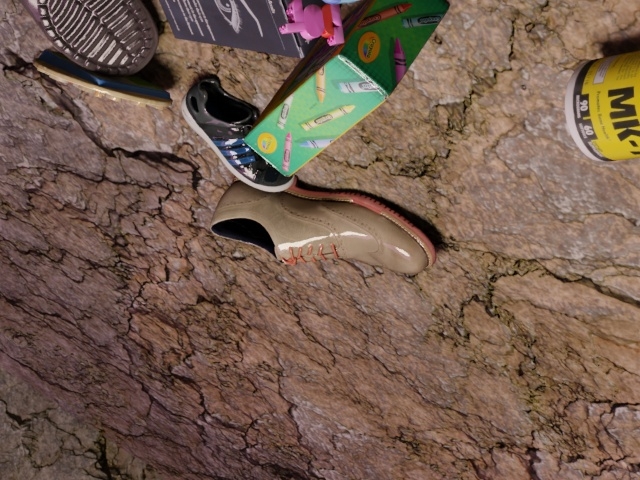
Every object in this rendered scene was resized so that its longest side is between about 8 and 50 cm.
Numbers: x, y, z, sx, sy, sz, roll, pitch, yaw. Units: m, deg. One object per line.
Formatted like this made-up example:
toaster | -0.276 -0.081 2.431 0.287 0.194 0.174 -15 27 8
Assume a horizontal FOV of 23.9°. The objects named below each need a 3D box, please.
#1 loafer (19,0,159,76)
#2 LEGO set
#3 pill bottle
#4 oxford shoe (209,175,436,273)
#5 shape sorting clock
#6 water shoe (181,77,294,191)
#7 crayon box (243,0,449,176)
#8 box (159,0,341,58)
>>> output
loafer | -0.366 -0.374 2.071 0.134 0.130 0.366 -41 117 13
LEGO set | -0.022 -0.330 1.670 0.087 0.093 0.227 179 83 -69
pill bottle | 0.383 -0.154 1.650 0.208 0.119 0.119 -6 131 47
oxford shoe | 0.000 0.000 2.214 0.348 0.130 0.123 17 146 26
shape sorting clock | -0.313 -0.226 2.172 0.206 0.040 0.206 20 -168 -5
water shoe | -0.113 -0.148 2.170 0.203 0.073 0.080 39 147 -10
crayon box | 0.027 -0.204 1.868 0.081 0.165 0.278 40 149 -10
box | -0.099 -0.326 1.869 0.207 0.108 0.153 14 144 29
